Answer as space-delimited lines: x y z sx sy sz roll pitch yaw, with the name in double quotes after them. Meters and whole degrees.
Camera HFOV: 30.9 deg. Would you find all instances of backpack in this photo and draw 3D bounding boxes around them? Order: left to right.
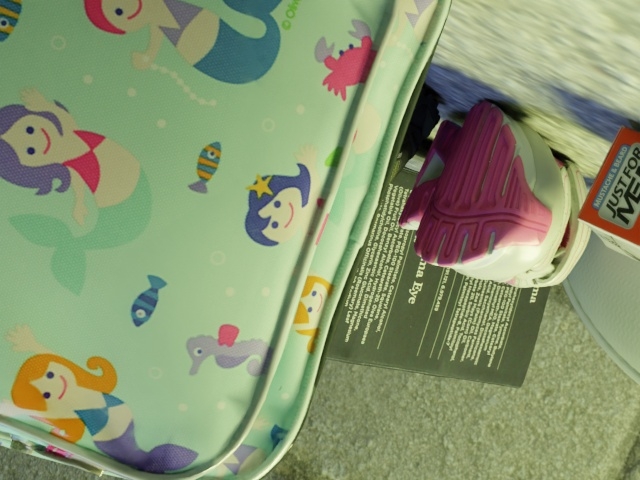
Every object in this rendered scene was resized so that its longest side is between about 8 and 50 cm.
-0.102 -0.044 0.386 0.254 0.225 0.191 20 -179 -5 "backpack"

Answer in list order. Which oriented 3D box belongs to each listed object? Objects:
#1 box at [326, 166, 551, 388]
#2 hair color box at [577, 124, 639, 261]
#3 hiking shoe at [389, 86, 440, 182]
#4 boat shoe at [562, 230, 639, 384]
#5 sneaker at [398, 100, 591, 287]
0.000 0.000 1.132 0.313 0.178 0.343 12 -176 -37 "box"
0.213 0.009 0.543 0.167 0.053 0.093 26 -178 24 "hair color box"
0.000 -0.068 0.702 0.086 0.114 0.227 27 -179 30 "hiking shoe"
0.281 0.066 0.737 0.091 0.114 0.302 -19 -136 -29 "boat shoe"
0.125 -0.022 0.734 0.111 0.102 0.252 23 -172 -3 "sneaker"
